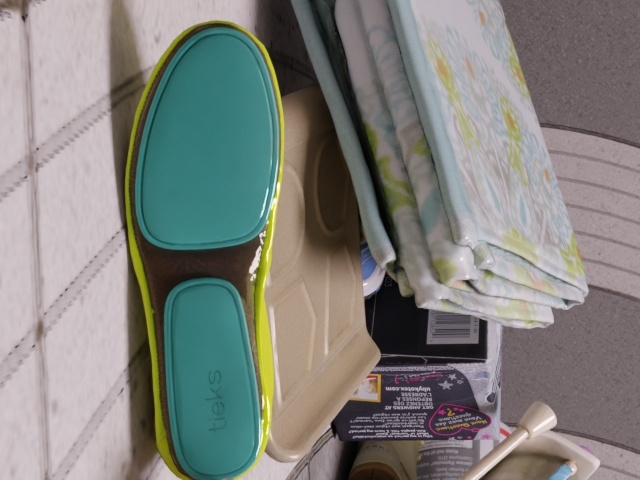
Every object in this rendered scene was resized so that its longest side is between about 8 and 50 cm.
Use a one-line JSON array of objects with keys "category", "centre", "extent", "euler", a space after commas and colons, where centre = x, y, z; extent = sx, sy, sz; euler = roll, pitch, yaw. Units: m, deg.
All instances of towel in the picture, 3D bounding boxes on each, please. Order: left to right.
[{"category": "towel", "centre": [0.097, -0.113, 0.894], "extent": [0.320, 0.090, 0.375], "euler": [18, 55, -60]}]

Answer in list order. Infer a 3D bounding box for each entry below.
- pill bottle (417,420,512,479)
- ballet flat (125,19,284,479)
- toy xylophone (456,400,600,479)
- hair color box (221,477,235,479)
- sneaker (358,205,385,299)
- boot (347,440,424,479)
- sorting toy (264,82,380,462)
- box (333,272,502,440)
[{"category": "pill bottle", "centre": [0.181, 0.387, 1.454], "extent": [0.161, 0.161, 0.283], "euler": [73, 19, -53]}, {"category": "ballet flat", "centre": [-0.060, 0.008, 0.553], "extent": [0.077, 0.077, 0.231], "euler": [-154, -116, -79]}, {"category": "toy xylophone", "centre": [0.131, 0.276, 0.993], "extent": [0.322, 0.081, 0.236], "euler": [-38, 160, -24]}, {"category": "hair color box", "centre": [-0.031, 0.200, 0.479], "extent": [0.053, 0.093, 0.167], "euler": [76, 32, -50]}, {"category": "sneaker", "centre": [0.037, -0.052, 0.995], "extent": [0.081, 0.080, 0.211], "euler": [72, 20, -60]}, {"category": "boot", "centre": [0.077, 0.275, 1.166], "extent": [0.165, 0.077, 0.213], "euler": [-76, 158, -59]}, {"category": "sorting toy", "centre": [0.000, 0.000, 0.821], "extent": [0.307, 0.041, 0.229], "euler": [-39, 123, -64]}, {"category": "box", "centre": [0.097, 0.058, 1.062], "extent": [0.142, 0.163, 0.247], "euler": [74, 19, -48]}]
